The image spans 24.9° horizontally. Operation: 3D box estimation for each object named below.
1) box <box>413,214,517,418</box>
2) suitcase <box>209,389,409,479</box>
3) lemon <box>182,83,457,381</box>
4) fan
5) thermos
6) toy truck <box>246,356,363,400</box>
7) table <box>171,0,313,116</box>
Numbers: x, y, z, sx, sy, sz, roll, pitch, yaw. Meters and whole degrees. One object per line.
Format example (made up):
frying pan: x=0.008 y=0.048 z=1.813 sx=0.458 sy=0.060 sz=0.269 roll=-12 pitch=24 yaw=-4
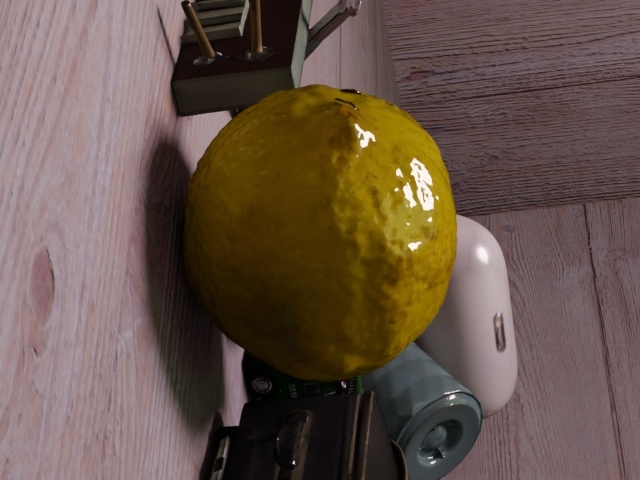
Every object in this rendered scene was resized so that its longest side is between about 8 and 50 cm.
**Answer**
box: x=0.110 y=0.085 z=1.955 sx=0.141 sy=0.349 sz=0.289 roll=-27 pitch=118 yaw=-35
suitcase: x=0.011 y=0.373 z=1.433 sx=0.283 sy=0.194 sz=0.434 roll=-79 pitch=160 yaw=-62
lemon: x=0.000 y=0.000 z=1.391 sx=0.268 sy=0.268 sz=0.322 roll=-85 pitch=180 yaw=-53
fan: x=-0.029 y=-0.199 z=1.608 sx=0.282 sy=0.023 sz=0.057 roll=-33 pitch=-143 yaw=58
thermos: x=0.060 y=0.189 z=1.828 sx=0.286 sy=0.145 sz=0.182 roll=39 pitch=-65 yaw=44
toy truck: x=-0.006 y=0.223 z=1.665 sx=0.088 sy=0.121 sz=0.259 roll=-81 pitch=163 yaw=-64
table: x=-0.082 y=-0.239 z=1.491 sx=0.240 sy=0.121 sz=0.111 roll=-85 pitch=166 yaw=-56
